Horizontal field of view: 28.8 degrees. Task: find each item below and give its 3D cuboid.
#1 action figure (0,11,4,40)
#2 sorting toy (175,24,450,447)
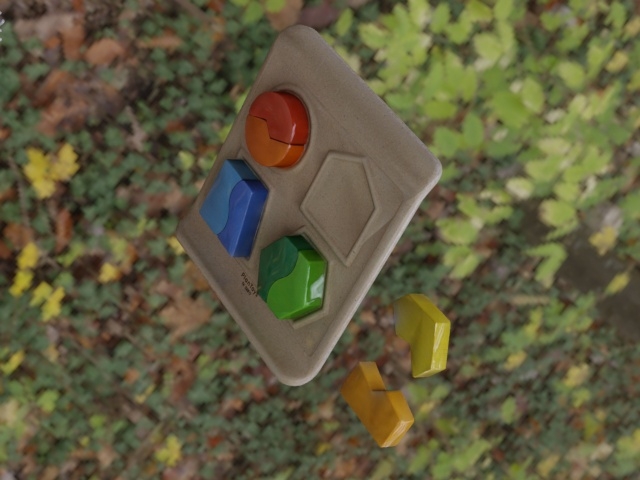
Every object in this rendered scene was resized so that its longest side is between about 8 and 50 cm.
[{"bbox_3d":[-0.363,-0.247,1.208,0.275,0.141,0.164,-35,179,4],"label":"action figure"},{"bbox_3d":[0.000,0.000,0.991,0.041,0.307,0.229,4,127,-45],"label":"sorting toy"}]
